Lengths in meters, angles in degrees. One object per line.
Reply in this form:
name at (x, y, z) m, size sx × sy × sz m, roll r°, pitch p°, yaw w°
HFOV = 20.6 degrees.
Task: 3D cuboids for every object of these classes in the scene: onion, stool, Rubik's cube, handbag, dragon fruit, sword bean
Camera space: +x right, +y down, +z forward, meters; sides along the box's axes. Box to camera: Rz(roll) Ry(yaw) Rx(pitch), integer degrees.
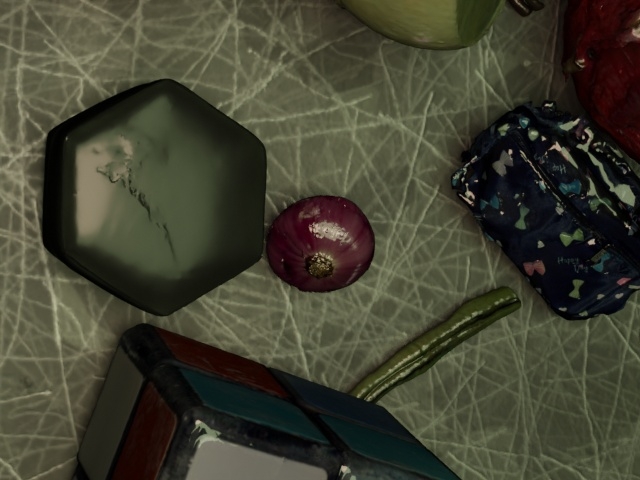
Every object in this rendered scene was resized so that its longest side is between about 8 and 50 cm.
onion at (0.000, 0.000, 1.852) m, size 0.115 × 0.115 × 0.104 m, roll 22°, pitch 42°, yaw -18°
stool at (-0.169, -0.044, 1.764) m, size 0.232 × 0.141 × 0.232 m, roll -1°, pitch 93°, yaw -19°
Rubik's cube at (-0.073, 0.299, 1.706) m, size 0.318 × 0.316 × 0.313 m, roll 19°, pitch 96°, yaw -20°
handbag at (0.269, -0.035, 1.902) m, size 0.260 × 0.162 × 0.113 m, roll 46°, pitch 40°, yaw -14°
dragon fruit at (0.405, -0.222, 1.866) m, size 0.329 × 0.329 × 0.329 m, roll -1°, pitch 93°, yaw -18°
sword bean at (0.104, 0.132, 1.919) m, size 0.269 × 0.038 × 0.043 m, roll -35°, pitch 100°, yaw -13°

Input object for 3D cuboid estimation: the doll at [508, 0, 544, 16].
doll at (0.188, -0.338, 1.912) m, size 0.165 × 0.057 × 0.139 m, roll 24°, pitch 87°, yaw -9°

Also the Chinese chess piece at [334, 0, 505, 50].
Chinese chess piece at (0.126, -0.360, 1.713) m, size 0.146 × 0.349 × 0.349 m, roll 18°, pitch 87°, yaw 14°
